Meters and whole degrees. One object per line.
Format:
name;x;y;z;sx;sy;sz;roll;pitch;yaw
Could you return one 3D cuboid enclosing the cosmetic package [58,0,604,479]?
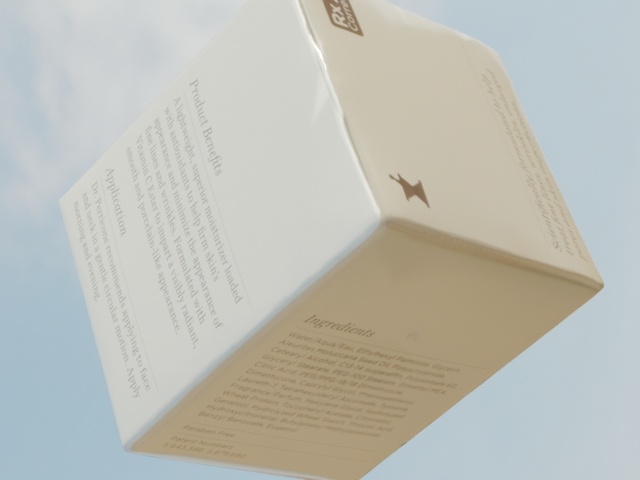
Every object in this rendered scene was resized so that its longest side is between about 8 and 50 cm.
cosmetic package;0.000;0.000;0.783;0.151;0.151;0.184;16;-47;-42
